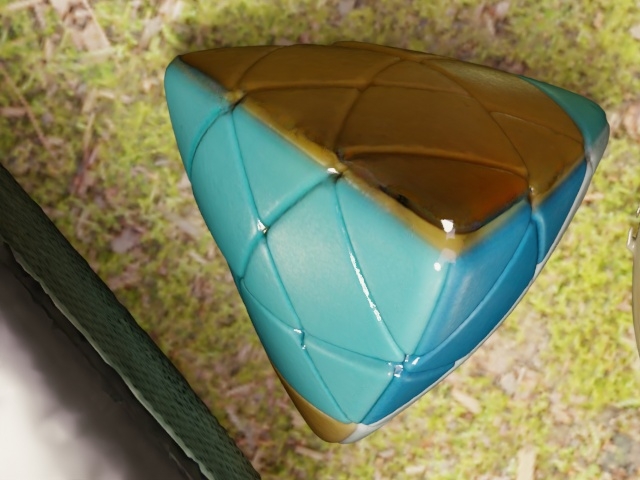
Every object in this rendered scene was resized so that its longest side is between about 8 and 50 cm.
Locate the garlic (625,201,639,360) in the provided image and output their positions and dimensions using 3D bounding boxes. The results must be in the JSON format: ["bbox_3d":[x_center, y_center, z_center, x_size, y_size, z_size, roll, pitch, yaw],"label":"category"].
[{"bbox_3d":[0.315,0.047,1.101,0.286,0.249,0.313,-1,82,8],"label":"garlic"}]

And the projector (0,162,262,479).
[{"bbox_3d":[-0.255,0.167,1.029,0.395,0.242,0.405,-39,107,0],"label":"projector"}]

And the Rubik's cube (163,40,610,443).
[{"bbox_3d":[0.000,0.000,1.081,0.254,0.254,0.254,-2,104,-8],"label":"Rubik's cube"}]
